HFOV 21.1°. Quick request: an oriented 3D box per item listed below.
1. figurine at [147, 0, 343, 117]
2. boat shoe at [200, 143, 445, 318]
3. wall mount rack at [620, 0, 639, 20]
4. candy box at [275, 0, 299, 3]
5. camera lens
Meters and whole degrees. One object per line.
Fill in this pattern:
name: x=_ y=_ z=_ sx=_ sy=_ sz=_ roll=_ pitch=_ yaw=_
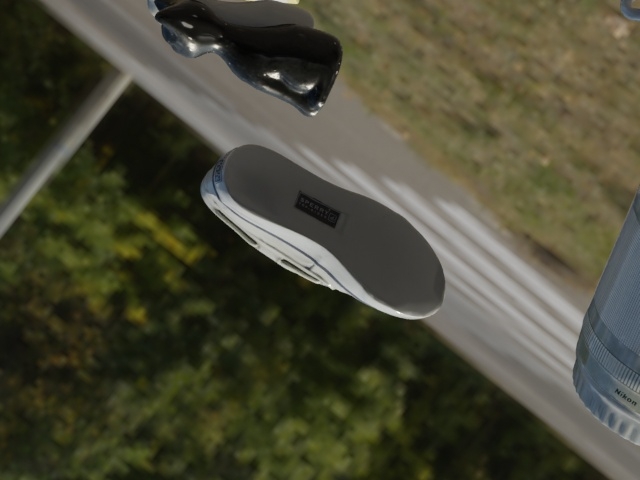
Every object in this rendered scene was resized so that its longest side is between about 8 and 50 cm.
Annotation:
figurine: x=-0.102 y=-0.236 z=1.918 sx=0.209 sy=0.092 sz=0.215 roll=20 pitch=-166 yaw=-20
boat shoe: x=0.000 y=0.000 z=1.707 sx=0.267 sy=0.096 sz=0.088 roll=27 pitch=157 yaw=-18
wall mount rack: x=0.348 y=-0.401 z=1.723 sx=0.130 sy=0.304 sz=0.350 roll=4 pitch=157 yaw=23
candy box: x=-0.078 y=-0.489 z=2.353 sx=0.087 sy=0.183 sz=0.316 roll=5 pitch=154 yaw=12
camera lens: x=0.407 y=0.067 z=1.838 sx=0.219 sy=0.274 sz=0.219 roll=13 pitch=-150 yaw=-8
